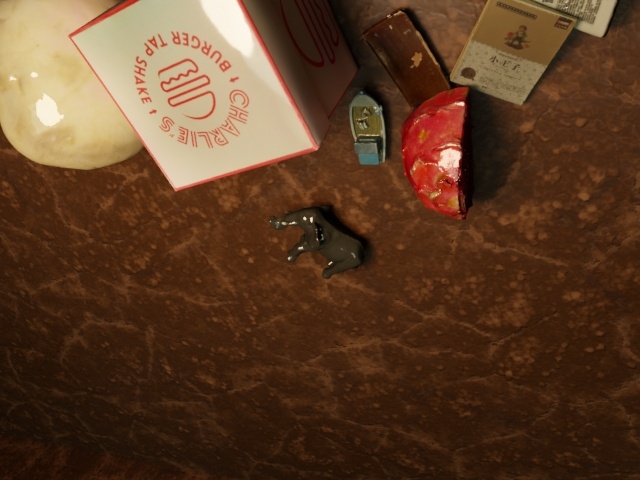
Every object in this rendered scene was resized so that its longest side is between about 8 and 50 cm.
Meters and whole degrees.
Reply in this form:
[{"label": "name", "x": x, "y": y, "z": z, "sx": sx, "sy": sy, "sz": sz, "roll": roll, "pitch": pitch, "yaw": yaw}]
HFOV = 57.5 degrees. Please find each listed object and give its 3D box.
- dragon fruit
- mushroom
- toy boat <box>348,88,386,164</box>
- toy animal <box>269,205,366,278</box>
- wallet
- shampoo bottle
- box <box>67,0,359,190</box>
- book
[{"label": "dragon fruit", "x": 0.225, "y": -0.146, "z": 1.105, "sx": 0.189, "sy": 0.163, "sz": 0.261, "roll": 29, "pitch": 152, "yaw": 39}, {"label": "mushroom", "x": -0.482, "y": -0.303, "z": 1.115, "sx": 0.353, "sy": 0.325, "sz": 0.353, "roll": 8, "pitch": 138, "yaw": 8}, {"label": "toy boat", "x": 0.093, "y": -0.220, "z": 1.144, "sx": 0.069, "sy": 0.059, "sz": 0.173, "roll": 4, "pitch": 130, "yaw": 18}, {"label": "toy animal", "x": -0.001, "y": -0.005, "z": 1.349, "sx": 0.245, "sy": 0.114, "sz": 0.146, "roll": 23, "pitch": 145, "yaw": -29}, {"label": "wallet", "x": 0.159, "y": -0.323, "z": 1.051, "sx": 0.095, "sy": 0.026, "sz": 0.176, "roll": -22, "pitch": 121, "yaw": 37}, {"label": "shampoo bottle", "x": 0.313, "y": -0.409, "z": 0.889, "sx": 0.284, "sy": 0.071, "sz": 0.153, "roll": 15, "pitch": 140, "yaw": 12}, {"label": "box", "x": -0.154, "y": -0.315, "z": 0.993, "sx": 0.314, "sy": 0.300, "sz": 0.312, "roll": -12, "pitch": 124, "yaw": 30}, {"label": "book", "x": 0.310, "y": -0.312, "z": 0.965, "sx": 0.138, "sy": 0.016, "sz": 0.198, "roll": 21, "pitch": 153, "yaw": 2}]
